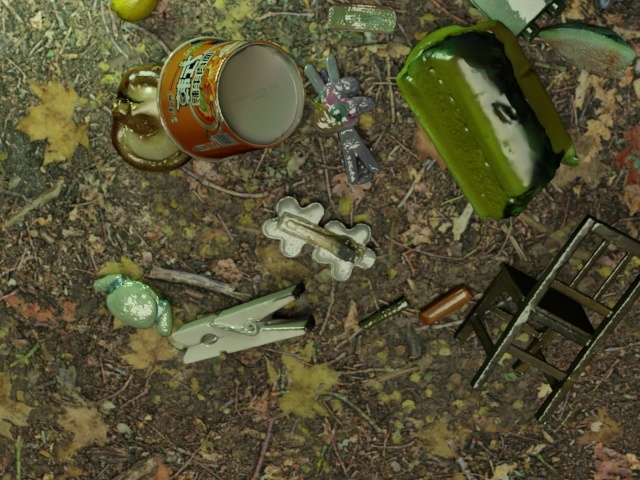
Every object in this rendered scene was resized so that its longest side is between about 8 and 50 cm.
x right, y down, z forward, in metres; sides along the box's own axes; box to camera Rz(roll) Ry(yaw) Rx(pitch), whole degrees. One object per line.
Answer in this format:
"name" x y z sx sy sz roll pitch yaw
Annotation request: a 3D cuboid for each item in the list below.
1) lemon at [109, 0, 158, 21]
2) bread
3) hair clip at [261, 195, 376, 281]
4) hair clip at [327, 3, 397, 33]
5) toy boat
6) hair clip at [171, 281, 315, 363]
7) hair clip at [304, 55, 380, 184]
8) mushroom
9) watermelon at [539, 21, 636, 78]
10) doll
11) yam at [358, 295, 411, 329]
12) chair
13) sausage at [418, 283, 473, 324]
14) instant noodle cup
"lemon" -0.365 -0.482 1.547 0.110 0.082 0.082 -33 104 16
"bread" 0.322 -0.241 1.493 0.208 0.251 0.376 -43 104 -26
"hair clip" 0.001 -0.003 1.701 0.257 0.075 0.146 26 109 3
"hair clip" 0.083 -0.441 1.549 0.137 0.022 0.054 4 112 4
"toy boat" 0.318 -0.520 1.464 0.319 0.092 0.141 45 109 -4
"hair clip" -0.176 0.197 1.783 0.331 0.085 0.101 -18 106 19
"hair clip" 0.057 -0.238 1.593 0.137 0.090 0.278 -22 107 4
"mushroom" -0.334 -0.253 1.612 0.194 0.138 0.231 21 123 -16
"watermelon" 0.515 -0.378 1.508 0.180 0.081 0.094 33 127 10
"doll" -0.426 0.146 1.793 0.214 0.071 0.103 34 111 -1
"yam" 0.144 0.171 1.770 0.129 0.027 0.033 -34 102 17
"chair" 0.479 0.127 1.618 0.203 0.240 0.416 29 107 -5
"sausage" 0.277 0.145 1.738 0.131 0.041 0.039 -34 109 16
"instant noodle cup" -0.161 -0.270 1.486 0.250 0.192 0.250 -5 99 -35
